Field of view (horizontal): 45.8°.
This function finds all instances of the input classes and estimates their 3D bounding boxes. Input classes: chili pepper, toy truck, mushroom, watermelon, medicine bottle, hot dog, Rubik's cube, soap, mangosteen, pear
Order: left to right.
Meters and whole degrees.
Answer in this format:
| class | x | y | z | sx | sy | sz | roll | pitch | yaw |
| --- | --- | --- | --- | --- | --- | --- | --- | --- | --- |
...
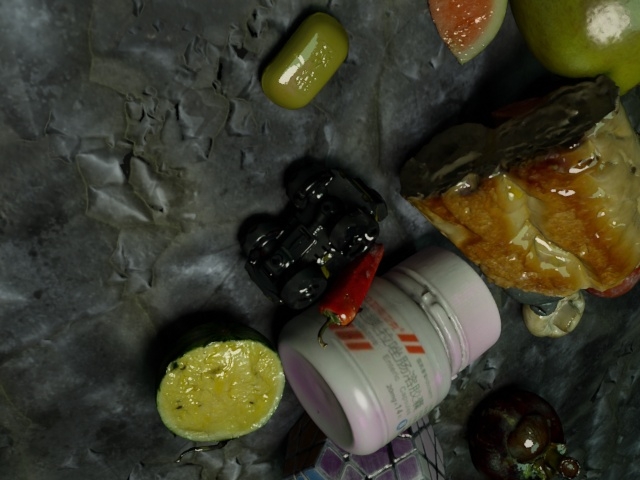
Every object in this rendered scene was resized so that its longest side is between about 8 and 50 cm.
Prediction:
| class | x | y | z | sx | sy | sz | roll | pitch | yaw |
| --- | --- | --- | --- | --- | --- | --- | --- | --- | --- |
| watermelon | -0.166 | 0.218 | 1.213 | 0.204 | 0.127 | 0.232 | -16 | 126 | -14 |
| soap | -0.019 | -0.241 | 1.030 | 0.140 | 0.045 | 0.089 | -50 | 131 | 8 |
| toy truck | 0.000 | 0.000 | 1.168 | 0.224 | 0.147 | 0.165 | -47 | 157 | 9 |
| chili pepper | 0.052 | 0.070 | 1.183 | 0.268 | 0.059 | 0.050 | -52 | 159 | -45 |
| Rubik's cube | 0.084 | 0.425 | 1.435 | 0.264 | 0.319 | 0.319 | -35 | 141 | -44 |
| medicine bottle | 0.119 | 0.176 | 1.282 | 0.325 | 0.256 | 0.256 | -30 | 134 | -22 |
| watermelon | 0.208 | -0.365 | 1.086 | 0.119 | 0.063 | 0.245 | -23 | 140 | 7 |
| mangosteen | 0.466 | 0.472 | 1.712 | 0.231 | 0.289 | 0.231 | -9 | 112 | -23 |
| hot dog | 0.367 | -0.060 | 1.210 | 0.367 | 0.196 | 0.365 | -17 | 132 | 38 |
| mushroom | 0.496 | 0.145 | 1.609 | 0.148 | 0.112 | 0.148 | -25 | 135 | -28 |
| pear | 0.398 | -0.362 | 1.078 | 0.269 | 0.269 | 0.321 | -38 | 120 | -3 |

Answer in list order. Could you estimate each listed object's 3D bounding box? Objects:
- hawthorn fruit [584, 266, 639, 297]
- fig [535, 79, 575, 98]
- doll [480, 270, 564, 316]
| class | x | y | z | sx | sy | sz | roll | pitch | yaw |
| --- | --- | --- | --- | --- | --- | --- | --- | --- | --- |
| hawthorn fruit | 0.582 | 0.025 | 1.542 | 0.173 | 0.173 | 0.173 | -17 | 130 | -22 |
| fig | 0.387 | -0.149 | 1.302 | 0.151 | 0.151 | 0.259 | 24 | 110 | -42 |
| doll | 0.452 | -0.011 | 1.414 | 0.246 | 0.158 | 0.340 | 30 | 117 | -11 |
